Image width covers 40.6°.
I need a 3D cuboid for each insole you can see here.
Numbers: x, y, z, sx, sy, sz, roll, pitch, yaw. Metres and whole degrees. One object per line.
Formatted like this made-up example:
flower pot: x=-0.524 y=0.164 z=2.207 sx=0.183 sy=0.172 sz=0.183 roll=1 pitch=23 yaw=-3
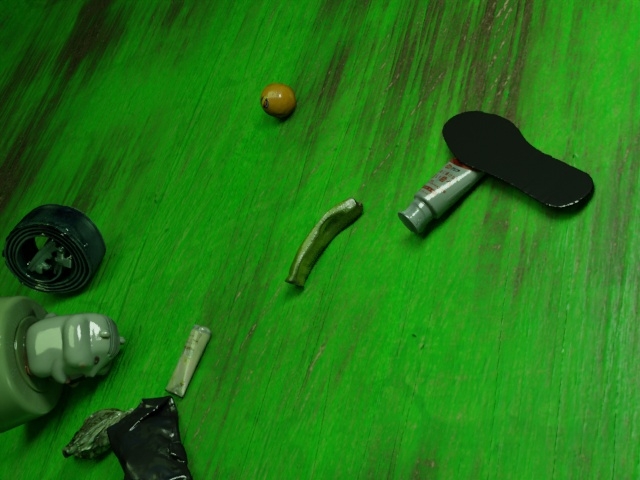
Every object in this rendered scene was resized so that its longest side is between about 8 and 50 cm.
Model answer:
insole: x=0.314 y=-0.139 z=1.431 sx=0.119 sy=0.009 sz=0.348 roll=-35 pitch=40 yaw=-10

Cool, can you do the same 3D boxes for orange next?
orange: x=-0.094 y=-0.313 z=1.930 sx=0.083 sy=0.083 sz=0.083 roll=-25 pitch=44 yaw=26

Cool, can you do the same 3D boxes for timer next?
timer: x=-0.568 y=0.234 z=1.805 sx=0.315 sy=0.290 sz=0.290 roll=-12 pitch=47 yaw=10

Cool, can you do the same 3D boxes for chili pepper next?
chili pepper: x=0.000 y=0.000 z=1.604 sx=0.201 sy=0.052 sz=0.050 roll=-53 pitch=18 yaw=-6

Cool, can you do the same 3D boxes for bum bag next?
bum bag: x=-0.299 y=0.389 z=1.521 sx=0.137 sy=0.074 sz=0.310 roll=-19 pitch=34 yaw=-9

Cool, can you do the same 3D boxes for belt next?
belt: x=-0.636 y=0.024 z=2.054 sx=0.267 sy=0.206 sz=0.116 roll=-26 pitch=25 yaw=33

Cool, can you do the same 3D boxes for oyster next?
oyster: x=-0.437 y=0.377 z=1.691 sx=0.177 sy=0.064 sz=0.125 roll=-22 pitch=29 yaw=43

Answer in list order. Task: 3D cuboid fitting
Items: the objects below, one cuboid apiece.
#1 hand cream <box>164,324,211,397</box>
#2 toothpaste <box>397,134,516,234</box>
hand cream: x=-0.255 y=0.229 z=1.662 sx=0.061 sy=0.039 sz=0.143 roll=8 pitch=69 yaw=44
toothpaste: x=0.232 y=-0.106 z=1.479 sx=0.234 sy=0.057 sz=0.089 roll=-42 pitch=38 yaw=-10
